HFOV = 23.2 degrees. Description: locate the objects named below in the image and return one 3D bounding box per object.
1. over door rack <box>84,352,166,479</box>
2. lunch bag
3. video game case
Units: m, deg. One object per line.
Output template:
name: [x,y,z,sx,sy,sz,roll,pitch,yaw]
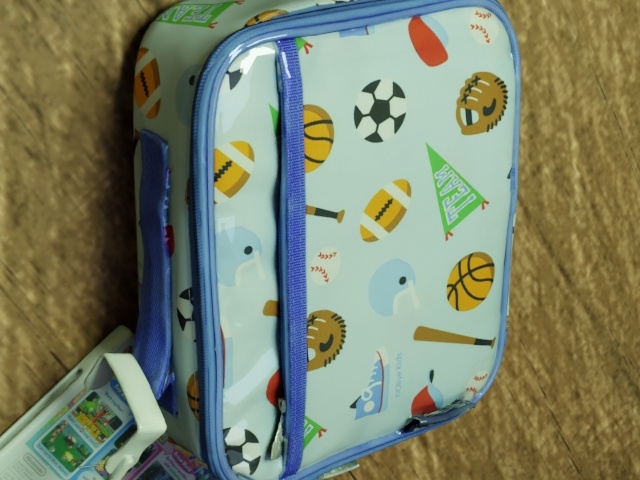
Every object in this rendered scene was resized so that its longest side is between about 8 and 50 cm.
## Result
over door rack: [-0.226,0.218,0.818,0.239,0.108,0.324,4,119,-50]
lunch bag: [0.000,0.000,0.922,0.243,0.115,0.303,-15,116,-34]
video game case: [-0.132,0.149,0.966,0.143,0.019,0.157,-44,130,-12]
